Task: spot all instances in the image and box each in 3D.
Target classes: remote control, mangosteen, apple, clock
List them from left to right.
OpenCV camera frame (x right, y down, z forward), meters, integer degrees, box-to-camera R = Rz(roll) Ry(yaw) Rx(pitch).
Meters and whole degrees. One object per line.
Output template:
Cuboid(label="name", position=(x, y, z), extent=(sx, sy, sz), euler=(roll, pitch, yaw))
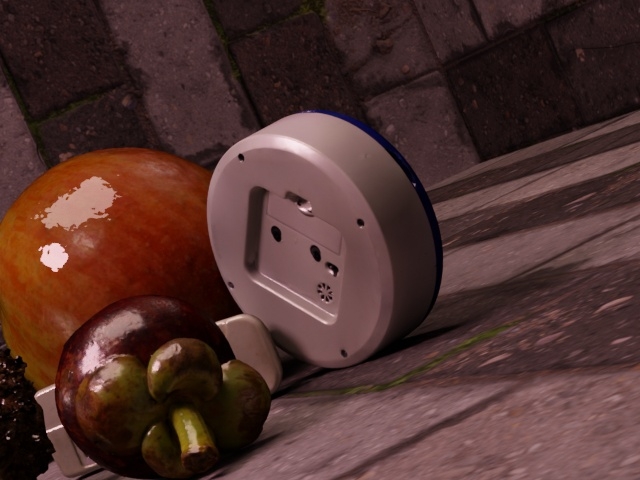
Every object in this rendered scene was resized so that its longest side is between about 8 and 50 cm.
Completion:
Cuboid(label="apple", position=(-0.193, 0.038, 1.763), extent=(0.302, 0.301, 0.301), euler=(-24, 3, 1))
Cuboid(label="mangosteen", position=(-0.126, 0.113, 1.356), extent=(0.156, 0.145, 0.181), euler=(-22, 2, -17))
Cuboid(label="remote control", position=(-0.148, 0.140, 1.610), extent=(0.230, 0.090, 0.049), euler=(-22, 2, 8))
Cuboid(label="clock", position=(0.000, 0.000, 1.579), extent=(0.230, 0.230, 0.083), euler=(-21, 6, 46))

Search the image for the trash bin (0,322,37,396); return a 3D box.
Cuboid(label="trash bin", position=(-0.410, 0.207, 1.916), extent=(0.234, 0.162, 0.184), euler=(-28, 0, 35))

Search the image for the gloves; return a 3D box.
Cuboid(label="gloves", position=(-0.311, 0.195, 1.411), extent=(0.210, 0.135, 0.312), euler=(-41, 16, 21))
